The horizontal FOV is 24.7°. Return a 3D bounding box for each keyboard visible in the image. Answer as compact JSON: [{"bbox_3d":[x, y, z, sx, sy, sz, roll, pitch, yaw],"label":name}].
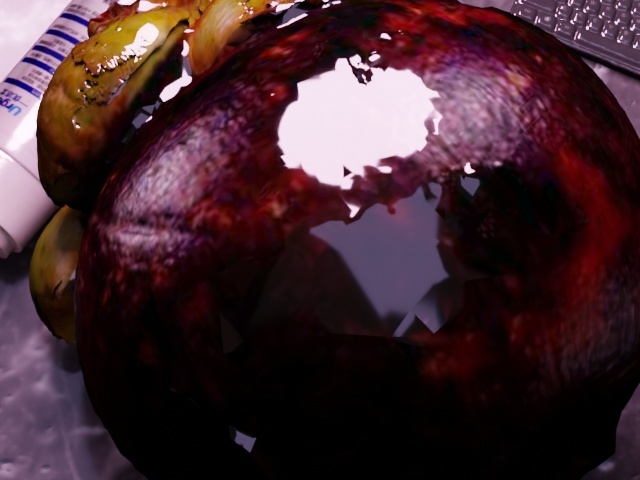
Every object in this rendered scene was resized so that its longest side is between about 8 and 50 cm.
[{"bbox_3d":[0.309,-0.162,1.192,0.309,0.018,0.101,22,74,-3],"label":"keyboard"}]

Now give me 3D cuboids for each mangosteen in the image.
[{"bbox_3d":[-0.003,0.020,0.918,0.421,0.381,0.381,23,73,8],"label":"mangosteen"}]

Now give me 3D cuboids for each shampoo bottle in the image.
[{"bbox_3d":[-0.191,-0.091,1.061,0.092,0.092,0.303,35,74,2],"label":"shampoo bottle"}]
